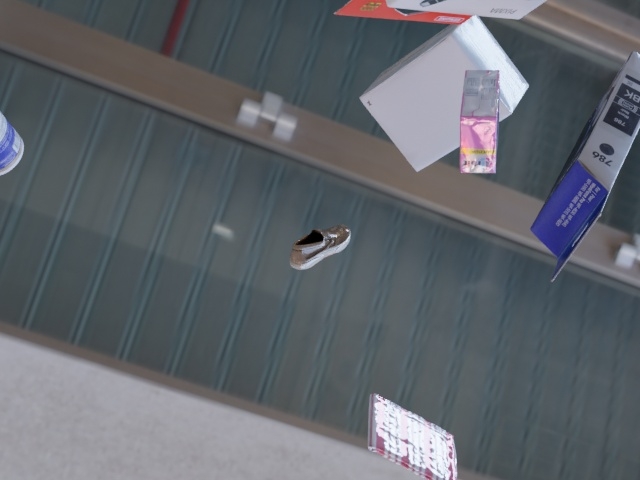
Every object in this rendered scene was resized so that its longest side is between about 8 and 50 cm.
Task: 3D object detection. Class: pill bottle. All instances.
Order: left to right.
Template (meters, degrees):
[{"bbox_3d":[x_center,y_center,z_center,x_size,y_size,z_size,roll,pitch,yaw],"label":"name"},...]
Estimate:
[{"bbox_3d":[-0.663,-0.216,2.196,0.187,0.112,0.112,65,34,-58],"label":"pill bottle"}]

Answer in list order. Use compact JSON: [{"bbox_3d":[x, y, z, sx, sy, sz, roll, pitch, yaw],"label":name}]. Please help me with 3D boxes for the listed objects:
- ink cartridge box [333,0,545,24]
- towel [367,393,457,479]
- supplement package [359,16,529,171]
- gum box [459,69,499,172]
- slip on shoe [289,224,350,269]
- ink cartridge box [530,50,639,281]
[{"bbox_3d":[0.196,-0.358,1.669,0.239,0.275,0.060,-32,-111,49],"label":"ink cartridge box"},{"bbox_3d":[0.167,0.374,2.088,0.029,0.197,0.144,-52,-164,28],"label":"towel"},{"bbox_3d":[0.255,-0.306,2.349,0.262,0.204,0.145,-31,-167,38],"label":"supplement package"},{"bbox_3d":[0.275,-0.210,1.957,0.188,0.062,0.107,-74,163,-54],"label":"gum box"},{"bbox_3d":[0.000,0.000,1.808,0.135,0.051,0.041,-30,127,-39],"label":"slip on shoe"},{"bbox_3d":[0.383,-0.109,1.597,0.333,0.065,0.165,-57,174,-39],"label":"ink cartridge box"}]
